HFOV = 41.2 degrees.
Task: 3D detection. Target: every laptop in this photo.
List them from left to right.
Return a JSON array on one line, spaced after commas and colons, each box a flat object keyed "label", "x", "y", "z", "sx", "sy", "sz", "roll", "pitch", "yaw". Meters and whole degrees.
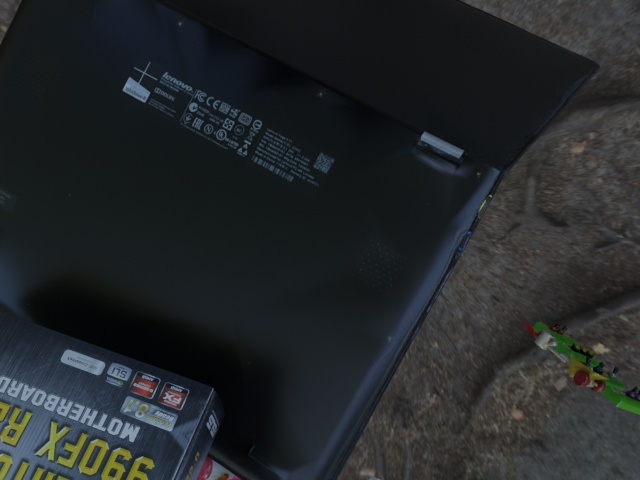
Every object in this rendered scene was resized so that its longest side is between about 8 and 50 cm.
[{"label": "laptop", "x": -0.040, "y": -0.074, "z": 0.695, "sx": 0.382, "sy": 0.236, "sz": 0.408, "roll": 29, "pitch": 93, "yaw": 17}]

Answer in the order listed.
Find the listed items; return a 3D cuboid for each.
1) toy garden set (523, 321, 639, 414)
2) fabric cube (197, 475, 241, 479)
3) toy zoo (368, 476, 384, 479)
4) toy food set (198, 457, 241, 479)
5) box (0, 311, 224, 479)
[{"label": "toy garden set", "x": 0.493, "y": 0.218, "z": 1.610, "sx": 0.204, "sy": 0.244, "sz": 0.049, "roll": 23, "pitch": 107, "yaw": -39}, {"label": "fabric cube", "x": -0.165, "y": 0.490, "z": 1.586, "sx": 0.258, "sy": 0.259, "sz": 0.254, "roll": -24, "pitch": 75, "yaw": -6}, {"label": "toy zoo", "x": 0.212, "y": 0.389, "z": 1.067, "sx": 0.293, "sy": 0.030, "sz": 0.192, "roll": 4, "pitch": 137, "yaw": 32}, {"label": "toy food set", "x": -0.217, "y": 0.384, "z": 1.288, "sx": 0.232, "sy": 0.104, "sz": 0.111, "roll": -28, "pitch": 59, "yaw": 37}, {"label": "box", "x": -0.198, "y": 0.138, "z": 0.498, "sx": 0.231, "sy": 0.056, "sz": 0.183, "roll": 18, "pitch": 64, "yaw": 11}]
